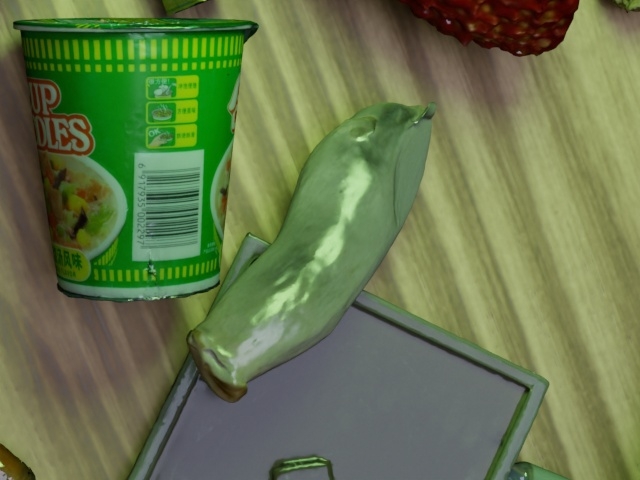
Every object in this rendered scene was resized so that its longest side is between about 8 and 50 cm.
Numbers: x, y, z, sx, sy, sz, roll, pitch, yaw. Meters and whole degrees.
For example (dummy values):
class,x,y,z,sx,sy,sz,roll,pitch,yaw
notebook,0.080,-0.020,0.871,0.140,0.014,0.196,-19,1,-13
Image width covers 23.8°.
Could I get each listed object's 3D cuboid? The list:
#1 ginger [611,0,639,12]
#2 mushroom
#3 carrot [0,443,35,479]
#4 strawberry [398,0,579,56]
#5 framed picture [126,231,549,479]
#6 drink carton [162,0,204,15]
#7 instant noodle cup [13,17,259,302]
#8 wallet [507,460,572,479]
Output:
class,x,y,z,sx,sy,sz,roll,pitch,yaw
ginger,0.311,-0.332,1.524,0.104,0.080,0.204,-21,102,-43
mushroom,0.001,0.002,1.369,0.109,0.097,0.351,30,59,5
carrot,-0.319,0.179,1.323,0.161,0.055,0.055,41,78,-10
strawberry,0.125,-0.344,1.382,0.292,0.292,0.343,-46,132,-13
framed picture,-0.020,0.260,1.403,0.326,0.028,0.446,27,83,-4
drink carton,-0.136,-0.307,1.355,0.074,0.084,0.200,-29,102,-33
instant noodle cup,-0.155,-0.073,1.305,0.207,0.207,0.232,-4,100,-20
wallet,0.191,0.346,1.479,0.360,0.083,0.252,26,82,-10
